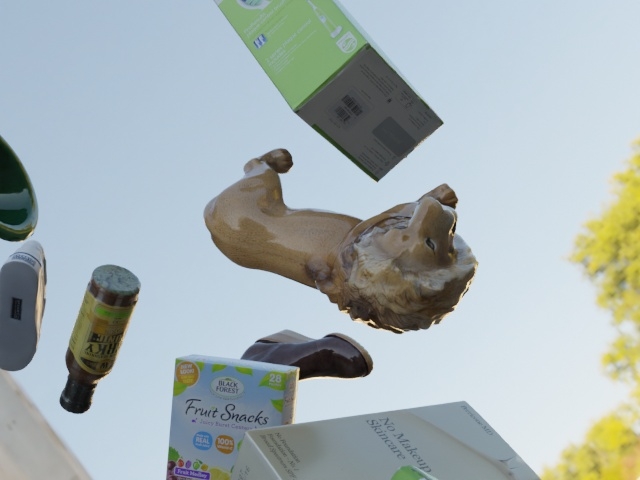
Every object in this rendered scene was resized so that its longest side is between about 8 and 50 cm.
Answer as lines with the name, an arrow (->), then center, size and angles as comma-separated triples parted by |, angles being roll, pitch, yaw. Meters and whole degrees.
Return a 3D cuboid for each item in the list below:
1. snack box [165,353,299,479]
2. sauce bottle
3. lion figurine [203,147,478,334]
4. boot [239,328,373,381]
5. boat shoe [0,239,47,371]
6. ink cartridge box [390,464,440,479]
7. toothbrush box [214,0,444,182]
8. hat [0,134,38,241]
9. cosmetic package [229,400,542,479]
snack box -> -0.129, 0.278, 1.577 | 0.070, 0.175, 0.207 | 5, -90, -73
sauce bottle -> -0.472, 0.216, 2.286 | 0.111, 0.111, 0.344 | -14, -46, -48
lion figurine -> 0.000, 0.000, 1.115 | 0.240, 0.392, 0.142 | -25, -65, -51
boot -> -0.052, 0.239, 1.914 | 0.207, 0.248, 0.090 | -34, -60, -39
boat shoe -> -0.511, 0.115, 1.870 | 0.084, 0.095, 0.258 | -76, 9, -56
ink cartridge box -> 0.099, 0.259, 0.521 | 0.188, 0.255, 0.097 | -57, -41, -5
toothbrush box -> 0.001, -0.237, 1.367 | 0.122, 0.283, 0.206 | -41, -37, 11
hat -> -0.482, -0.050, 1.327 | 0.184, 0.173, 0.208 | -27, -50, 16
cosmetic package -> 0.070, 0.277, 1.183 | 0.310, 0.160, 0.113 | -3, -58, -35
